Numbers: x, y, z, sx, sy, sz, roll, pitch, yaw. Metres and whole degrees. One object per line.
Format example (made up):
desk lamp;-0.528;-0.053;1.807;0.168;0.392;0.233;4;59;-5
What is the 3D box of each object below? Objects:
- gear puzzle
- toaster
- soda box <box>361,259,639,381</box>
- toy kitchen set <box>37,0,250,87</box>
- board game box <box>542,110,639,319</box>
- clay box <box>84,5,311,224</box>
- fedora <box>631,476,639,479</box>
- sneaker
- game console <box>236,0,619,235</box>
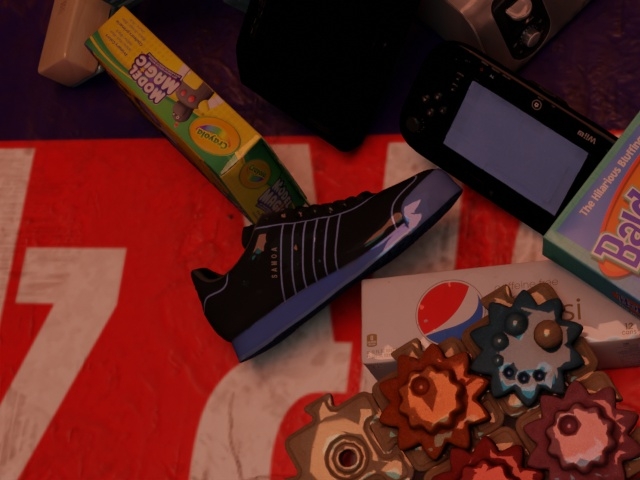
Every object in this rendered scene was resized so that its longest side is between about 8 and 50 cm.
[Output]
gear puzzle;0.060;0.171;1.229;0.339;0.044;0.175;-32;70;6
toaster;0.144;-0.255;1.415;0.168;0.110;0.186;-43;62;-5
soda box;0.142;0.063;1.299;0.216;0.069;0.073;-6;66;14
toy kitchen set;-0.124;-0.199;1.505;0.207;0.166;0.122;-19;55;51
board game box;0.292;0.001;1.221;0.210;0.047;0.160;35;79;17
clay box;-0.096;-0.090;1.409;0.053;0.127;0.222;-43;61;-4
fedora;0.300;0.233;1.088;0.244;0.275;0.124;4;94;-3
sneaker;0.000;0.000;1.341;0.232;0.081;0.090;-36;83;11
game console;0.097;-0.129;1.344;0.361;0.213;0.044;34;41;15
